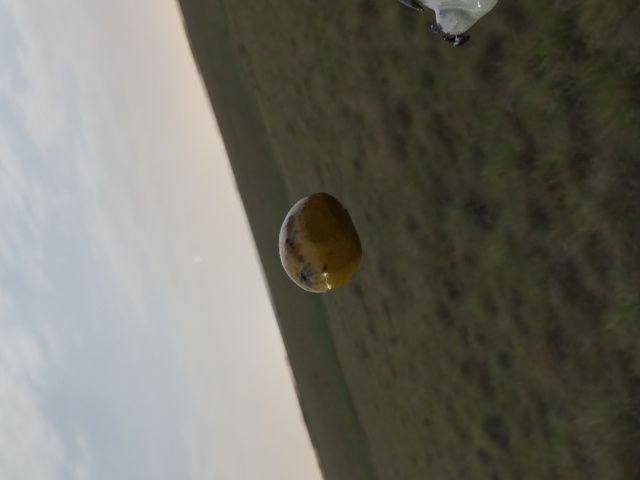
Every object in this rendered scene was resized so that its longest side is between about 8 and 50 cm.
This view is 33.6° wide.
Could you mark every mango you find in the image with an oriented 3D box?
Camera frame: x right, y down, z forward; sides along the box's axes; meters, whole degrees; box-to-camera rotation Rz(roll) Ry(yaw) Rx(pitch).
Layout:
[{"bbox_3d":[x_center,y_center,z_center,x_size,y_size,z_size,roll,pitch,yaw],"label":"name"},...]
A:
[{"bbox_3d":[0.000,0.000,1.008,0.057,0.079,0.114,90,-179,-50],"label":"mango"}]

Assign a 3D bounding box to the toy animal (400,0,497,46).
[{"bbox_3d":[0.200,-0.384,1.226,0.182,0.247,0.310,58,141,10],"label":"toy animal"}]
